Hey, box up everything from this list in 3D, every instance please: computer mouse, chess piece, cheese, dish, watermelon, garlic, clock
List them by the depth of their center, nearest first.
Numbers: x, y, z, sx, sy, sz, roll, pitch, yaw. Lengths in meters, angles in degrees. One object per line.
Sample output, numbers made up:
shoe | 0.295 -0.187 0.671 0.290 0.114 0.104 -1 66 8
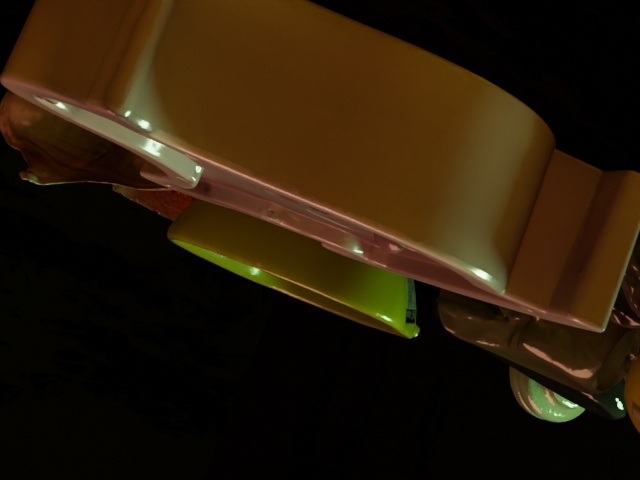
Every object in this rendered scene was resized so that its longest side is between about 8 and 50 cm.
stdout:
clock | -0.030 -0.057 0.598 0.275 0.080 0.290 24 175 -29
garlic | -0.132 -0.080 0.811 0.174 0.099 0.124 21 -169 9
dish | 0.000 0.000 1.094 0.221 0.108 0.262 21 175 22
watermelon | -0.118 -0.067 1.180 0.163 0.087 0.069 23 146 -40
cheese | 0.216 0.084 1.215 0.202 0.091 0.175 21 175 18
computer mouse | 0.268 0.120 1.501 0.270 0.086 0.137 29 170 13
chess piece | 0.394 0.187 1.684 0.139 0.139 0.272 23 164 -26

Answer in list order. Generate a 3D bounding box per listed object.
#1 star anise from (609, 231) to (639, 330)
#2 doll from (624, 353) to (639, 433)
star anise | 0.216 0.040 0.690 0.182 0.065 0.195 23 -179 -2
doll | 0.320 0.160 0.903 0.252 0.111 0.237 59 155 -6
